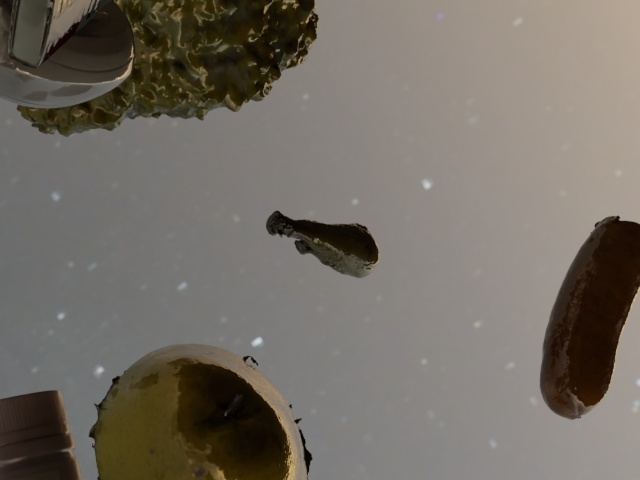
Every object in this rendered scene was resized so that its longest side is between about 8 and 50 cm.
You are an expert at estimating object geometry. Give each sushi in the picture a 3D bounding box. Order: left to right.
[{"bbox_3d":[-0.173,-0.288,1.681,0.396,0.351,0.240,-60,-36,-62],"label":"sushi"}]

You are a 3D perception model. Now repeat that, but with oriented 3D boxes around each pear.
[{"bbox_3d":[-0.113,0.229,1.511,0.267,0.178,0.266,3,-102,-17],"label":"pear"}]

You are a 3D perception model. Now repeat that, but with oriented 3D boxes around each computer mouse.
[{"bbox_3d":[-0.300,-0.222,1.298,0.297,0.121,0.184,42,-147,19],"label":"computer mouse"}]

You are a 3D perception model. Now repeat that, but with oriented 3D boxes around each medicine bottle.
[{"bbox_3d":[-0.340,0.309,1.629,0.133,0.133,0.249,3,-107,-59],"label":"medicine bottle"}]

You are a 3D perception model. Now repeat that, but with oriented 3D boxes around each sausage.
[{"bbox_3d":[0.353,0.099,1.788,0.109,0.109,0.270,34,-109,-37],"label":"sausage"}]

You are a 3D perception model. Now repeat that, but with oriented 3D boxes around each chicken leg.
[{"bbox_3d":[0.000,0.000,1.806,0.178,0.093,0.070,18,-100,-39],"label":"chicken leg"}]

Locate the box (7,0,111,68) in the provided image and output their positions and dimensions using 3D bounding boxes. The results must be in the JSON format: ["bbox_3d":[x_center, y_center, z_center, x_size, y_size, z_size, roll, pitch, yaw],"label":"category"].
[{"bbox_3d":[-0.197,-0.231,1.160,0.036,0.115,0.177,25,-140,5],"label":"box"}]
